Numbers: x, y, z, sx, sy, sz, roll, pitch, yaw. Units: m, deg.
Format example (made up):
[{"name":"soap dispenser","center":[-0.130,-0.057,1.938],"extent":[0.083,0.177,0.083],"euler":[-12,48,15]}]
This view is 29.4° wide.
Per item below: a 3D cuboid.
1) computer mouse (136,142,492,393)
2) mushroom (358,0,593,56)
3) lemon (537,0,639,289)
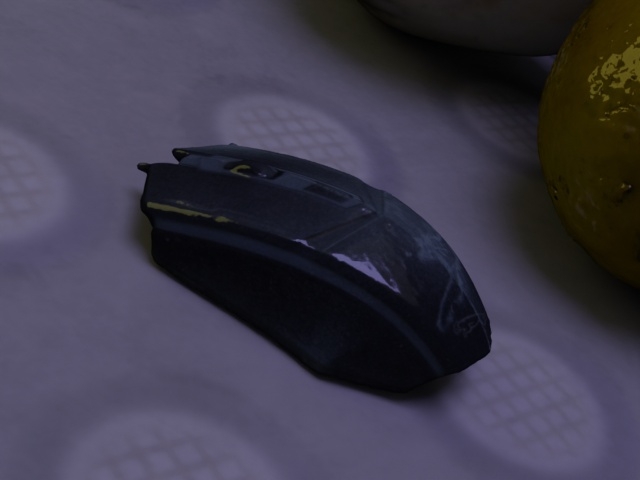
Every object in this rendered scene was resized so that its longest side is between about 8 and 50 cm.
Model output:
[{"name":"computer mouse","center":[0.000,-0.001,0.701],"extent":[0.231,0.071,0.126],"euler":[32,34,11]},{"name":"mushroom","center":[0.155,-0.326,0.990],"extent":[0.314,0.314,0.336],"euler":[12,64,-20]},{"name":"lemon","center":[0.267,-0.086,0.841],"extent":[0.236,0.236,0.263],"euler":[19,36,-11]}]
